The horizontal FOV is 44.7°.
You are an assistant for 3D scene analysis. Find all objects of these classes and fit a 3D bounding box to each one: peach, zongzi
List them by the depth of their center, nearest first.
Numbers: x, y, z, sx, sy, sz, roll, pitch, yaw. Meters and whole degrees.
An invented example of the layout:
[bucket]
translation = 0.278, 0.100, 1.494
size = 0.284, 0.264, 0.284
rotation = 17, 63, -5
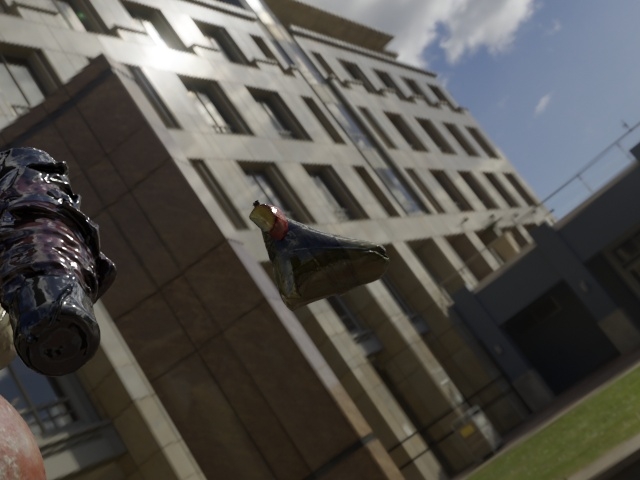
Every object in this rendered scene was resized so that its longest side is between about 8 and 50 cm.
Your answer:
[peach]
translation = -0.088, -0.035, 1.365
size = 0.050, 0.077, 0.083
rotation = -53, -4, 7
[zongzi]
translation = 0.000, 0.000, 1.528
size = 0.221, 0.242, 0.112
rotation = -15, -27, -10

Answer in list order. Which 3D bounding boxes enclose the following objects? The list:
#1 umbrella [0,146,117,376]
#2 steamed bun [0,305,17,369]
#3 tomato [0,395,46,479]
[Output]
[umbrella]
translation = -0.224, 0.000, 0.624
size = 0.094, 0.326, 0.090
rotation = -44, -55, -1
[steamed bun]
translation = -0.640, 0.123, 1.369
size = 0.211, 0.217, 0.144
rotation = 0, -27, -6
[tomato]
translation = -0.444, 0.280, 0.796
size = 0.317, 0.282, 0.316
rotation = -37, -4, -3
